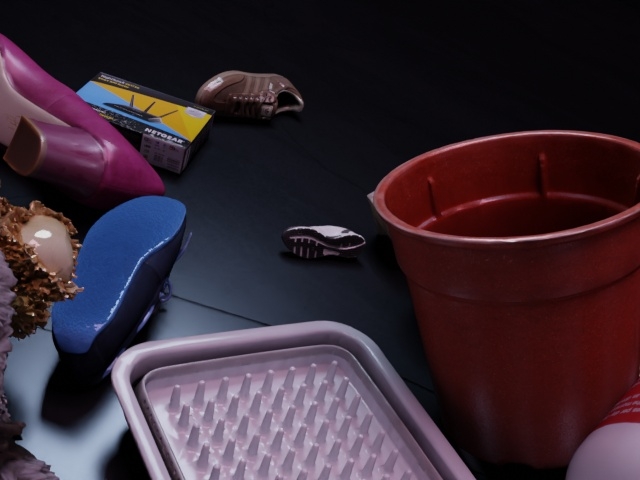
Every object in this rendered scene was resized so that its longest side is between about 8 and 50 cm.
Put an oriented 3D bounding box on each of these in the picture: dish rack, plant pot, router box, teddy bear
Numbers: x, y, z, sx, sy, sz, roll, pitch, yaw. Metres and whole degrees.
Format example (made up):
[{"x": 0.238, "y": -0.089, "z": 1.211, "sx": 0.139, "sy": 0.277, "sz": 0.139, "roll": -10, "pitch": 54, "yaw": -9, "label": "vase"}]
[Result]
[{"x": -0.016, "y": 0.210, "z": 0.828, "sx": 0.285, "sy": 0.072, "sz": 0.333, "roll": -5, "pitch": 39, "yaw": -30, "label": "dish rack"}, {"x": 0.204, "y": 0.061, "z": 0.929, "sx": 0.272, "sy": 0.265, "sz": 0.272, "roll": -8, "pitch": 24, "yaw": 4, "label": "plant pot"}, {"x": -0.251, "y": -0.165, "z": 1.298, "sx": 0.178, "sy": 0.046, "sz": 0.133, "roll": 19, "pitch": 32, "yaw": 2, "label": "router box"}, {"x": -0.334, "y": -0.004, "z": 0.817, "sx": 0.338, "sy": 0.245, "sz": 0.113, "roll": 12, "pitch": 65, "yaw": 38, "label": "teddy bear"}]

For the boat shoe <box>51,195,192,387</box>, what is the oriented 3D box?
[{"x": -0.213, "y": 0.045, "z": 0.973, "sx": 0.109, "sy": 0.089, "sz": 0.258, "roll": 11, "pitch": 36, "yaw": 14, "label": "boat shoe"}]

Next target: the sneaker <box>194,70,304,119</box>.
[{"x": -0.103, "y": -0.217, "z": 1.428, "sx": 0.188, "sy": 0.066, "sz": 0.071, "roll": -19, "pitch": 48, "yaw": -42, "label": "sneaker"}]

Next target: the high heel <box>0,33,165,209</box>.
[{"x": -0.349, "y": -0.153, "z": 1.209, "sx": 0.181, "sy": 0.127, "sz": 0.377, "roll": 17, "pitch": 24, "yaw": -44, "label": "high heel"}]

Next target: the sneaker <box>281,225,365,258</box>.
[{"x": 0.000, "y": 0.000, "z": 1.189, "sx": 0.109, "sy": 0.040, "sz": 0.044, "roll": 8, "pitch": 17, "yaw": -22, "label": "sneaker"}]

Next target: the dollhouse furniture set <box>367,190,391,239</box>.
[{"x": 0.156, "y": -0.027, "z": 1.167, "sx": 0.129, "sy": 0.129, "sz": 0.184, "roll": -28, "pitch": 47, "yaw": -8, "label": "dollhouse furniture set"}]

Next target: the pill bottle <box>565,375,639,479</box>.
[{"x": 0.362, "y": 0.199, "z": 0.806, "sx": 0.229, "sy": 0.229, "sz": 0.407, "roll": 37, "pitch": 58, "yaw": 27, "label": "pill bottle"}]

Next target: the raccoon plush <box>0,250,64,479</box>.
[{"x": -0.356, "y": 0.141, "z": 0.632, "sx": 0.216, "sy": 0.299, "sz": 0.447, "roll": -17, "pitch": 88, "yaw": -53, "label": "raccoon plush"}]
